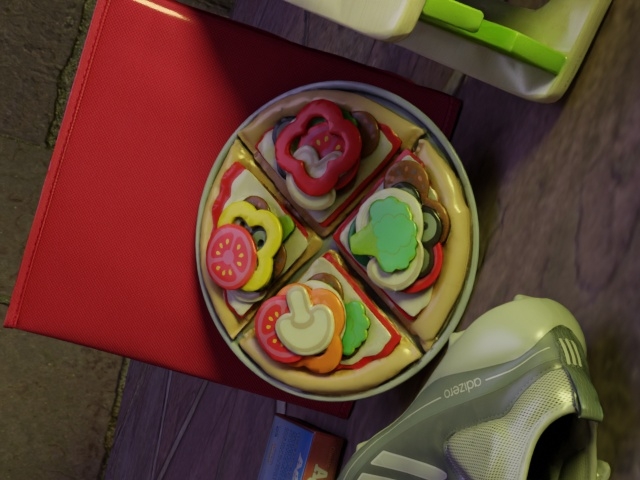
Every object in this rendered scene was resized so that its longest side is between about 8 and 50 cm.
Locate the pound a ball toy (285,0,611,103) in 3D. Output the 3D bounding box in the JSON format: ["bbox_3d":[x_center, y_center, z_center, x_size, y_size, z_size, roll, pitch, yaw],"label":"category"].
[{"bbox_3d":[0.054,-0.191,0.649,0.319,0.208,0.135,38,110,51],"label":"pound a ball toy"}]

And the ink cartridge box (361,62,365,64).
[{"bbox_3d":[-0.136,-0.104,1.141,0.072,0.304,0.307,62,157,10],"label":"ink cartridge box"}]

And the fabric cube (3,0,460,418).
[{"bbox_3d":[-0.079,-0.045,0.838,0.259,0.258,0.254,-124,51,-74],"label":"fabric cube"}]

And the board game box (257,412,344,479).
[{"bbox_3d":[-0.046,0.278,0.803,0.145,0.027,0.281,164,122,-77],"label":"board game box"}]

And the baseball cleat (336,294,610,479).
[{"bbox_3d":[0.058,0.119,0.473,0.109,0.072,0.205,-98,23,-47],"label":"baseball cleat"}]

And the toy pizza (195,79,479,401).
[{"bbox_3d":[0.000,0.000,0.650,0.032,0.201,0.201,3,-72,-61],"label":"toy pizza"}]
